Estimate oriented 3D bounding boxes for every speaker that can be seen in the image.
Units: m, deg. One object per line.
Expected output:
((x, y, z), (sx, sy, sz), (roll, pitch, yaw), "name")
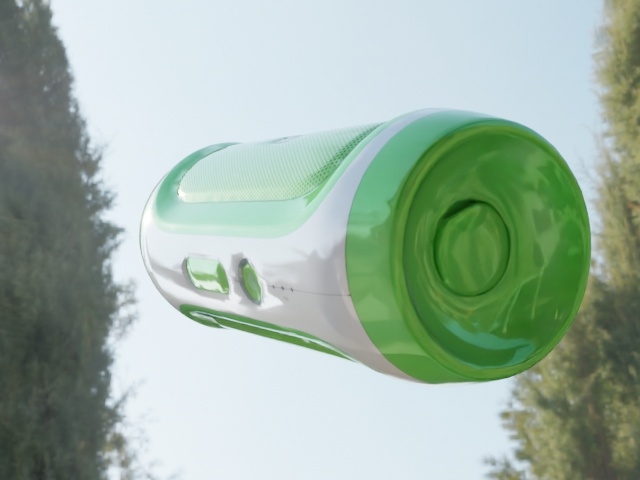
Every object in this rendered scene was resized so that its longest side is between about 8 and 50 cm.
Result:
((0.000, 0.000, 0.493), (0.131, 0.131, 0.296), (21, -9, -29), "speaker")
